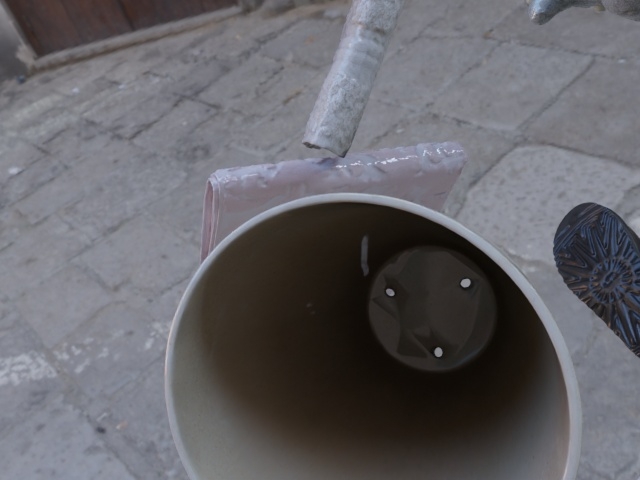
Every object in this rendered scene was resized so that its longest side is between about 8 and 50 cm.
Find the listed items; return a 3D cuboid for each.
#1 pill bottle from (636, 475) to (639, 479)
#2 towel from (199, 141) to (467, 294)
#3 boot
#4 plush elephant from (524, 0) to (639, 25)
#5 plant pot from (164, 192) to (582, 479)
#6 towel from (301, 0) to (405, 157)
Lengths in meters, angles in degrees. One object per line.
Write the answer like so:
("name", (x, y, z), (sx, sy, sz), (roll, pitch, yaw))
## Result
("pill bottle", (0.328, 0.264, 0.555), (0.094, 0.169, 0.094), (-32, 16, 10))
("towel", (0.000, 0.000, 0.922), (0.332, 0.317, 0.053), (-11, 56, -23))
("boot", (0.543, 0.103, 1.110), (0.131, 0.260, 0.348), (-50, 37, 28))
("plush elephant", (0.370, -0.373, 0.893), (0.330, 0.272, 0.255), (-6, 57, 30))
("plant pot", (0.064, 0.081, 0.534), (0.257, 0.256, 0.274), (-6, 6, 20))
("towel", (0.035, -0.174, 0.676), (0.049, 0.187, 0.282), (20, 6, -1))
